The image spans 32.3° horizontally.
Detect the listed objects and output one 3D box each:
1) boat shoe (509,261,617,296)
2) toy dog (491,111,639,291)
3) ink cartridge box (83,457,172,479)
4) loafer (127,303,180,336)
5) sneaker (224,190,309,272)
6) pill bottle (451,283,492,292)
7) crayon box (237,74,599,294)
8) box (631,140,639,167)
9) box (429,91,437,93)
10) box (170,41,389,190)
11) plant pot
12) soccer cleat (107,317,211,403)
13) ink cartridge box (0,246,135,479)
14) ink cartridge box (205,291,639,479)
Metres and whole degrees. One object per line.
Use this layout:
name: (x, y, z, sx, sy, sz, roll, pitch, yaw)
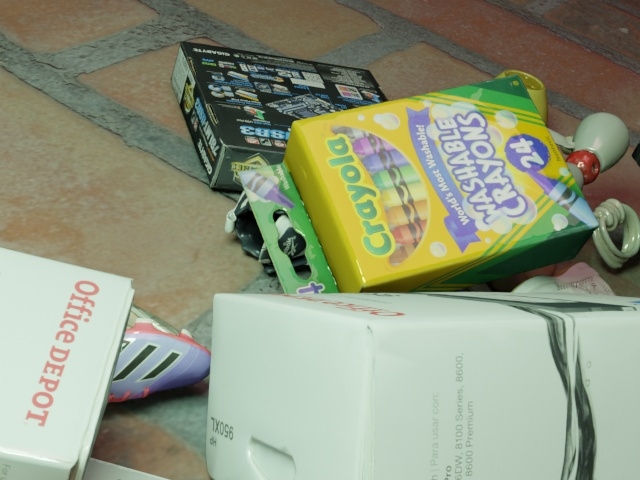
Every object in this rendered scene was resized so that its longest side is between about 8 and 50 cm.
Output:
boat shoe: (0.265, 0.095, 1.214, 0.096, 0.098, 0.277, 35, 33, 26)
toy dog: (0.256, -0.058, 1.401, 0.161, 0.220, 0.334, -3, 4, 44)
ink cartridge box: (-0.224, 0.245, 0.747, 0.296, 0.066, 0.261, 16, 30, -4)
loafer: (-0.184, 0.080, 1.062, 0.125, 0.039, 0.045, 31, 0, 14)
sneaker: (0.000, 0.000, 1.226, 0.235, 0.094, 0.153, 27, 33, 14)
pill bottle: (0.133, 0.091, 1.168, 0.078, 0.078, 0.137, 28, 32, 15)
crayon box: (0.100, -0.045, 1.156, 0.323, 0.083, 0.203, -14, 64, -18)
box: (0.530, -0.051, 1.391, 0.270, 0.060, 0.216, 31, 14, 4)
box: (0.222, -0.154, 1.619, 0.054, 0.059, 0.169, -12, 42, -37)
box: (-0.030, -0.155, 1.474, 0.296, 0.073, 0.293, 5, 35, -23)
plant pot: (0.298, -0.206, 1.708, 0.134, 0.095, 0.134, 14, 32, -9)
soccer cleat: (-0.214, 0.117, 0.959, 0.248, 0.083, 0.095, 10, 61, -24)
ink cartridge box: (-0.302, 0.095, 0.754, 0.306, 0.131, 0.226, 16, 28, -7)
ink cartridge box: (0.138, 0.129, 0.911, 0.395, 0.166, 0.285, 1, 1, -28)
